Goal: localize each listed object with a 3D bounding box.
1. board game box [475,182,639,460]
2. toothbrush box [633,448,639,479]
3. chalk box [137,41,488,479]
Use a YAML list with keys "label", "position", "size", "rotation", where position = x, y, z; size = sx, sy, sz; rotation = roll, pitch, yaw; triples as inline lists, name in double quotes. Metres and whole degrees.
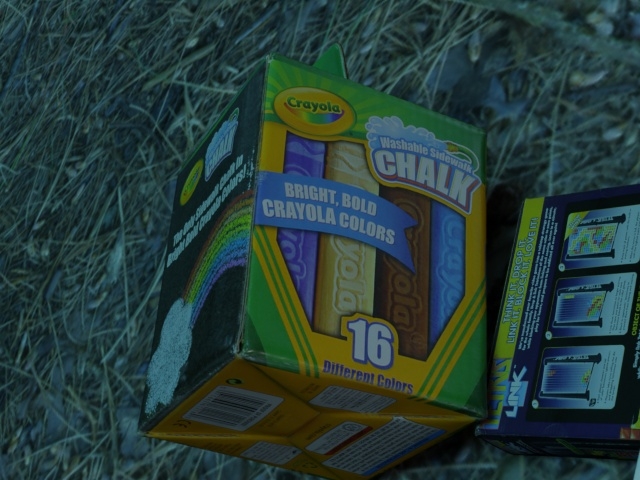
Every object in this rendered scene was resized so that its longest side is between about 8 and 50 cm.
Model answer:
- label: "board game box"
  position: [0.179, 0.051, 0.795]
  size: [0.141, 0.048, 0.170]
  rotation: [-7, 61, 49]
- label: "toothbrush box"
  position: [0.306, 0.069, 0.576]
  size: [0.283, 0.122, 0.206]
  rotation: [-2, 65, 48]
- label: "chalk box"
  position: [0.000, 0.000, 0.897]
  size: [0.180, 0.179, 0.289]
  rotation: [-42, 36, 53]
